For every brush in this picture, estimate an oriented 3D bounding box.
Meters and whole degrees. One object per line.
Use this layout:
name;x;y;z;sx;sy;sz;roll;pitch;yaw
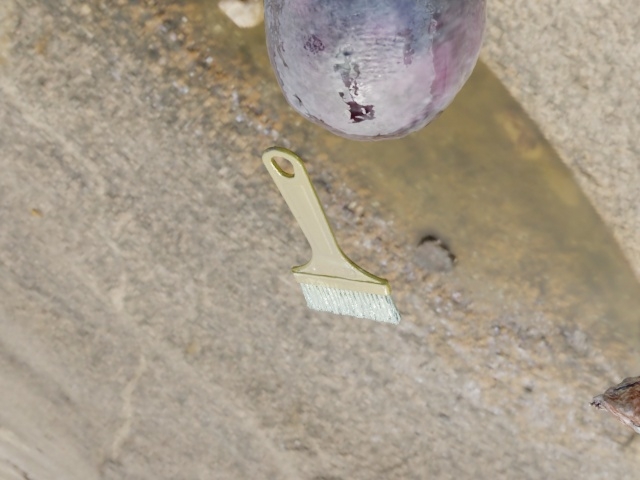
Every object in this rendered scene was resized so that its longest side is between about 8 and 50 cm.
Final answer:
brush;0.000;0.000;0.612;0.083;0.011;0.205;8;147;26

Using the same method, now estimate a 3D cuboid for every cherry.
cherry;0.042;-0.177;0.645;0.195;0.195;0.195;25;150;16

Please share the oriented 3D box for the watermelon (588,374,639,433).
watermelon;0.237;0.095;0.460;0.121;0.098;0.158;40;170;13
